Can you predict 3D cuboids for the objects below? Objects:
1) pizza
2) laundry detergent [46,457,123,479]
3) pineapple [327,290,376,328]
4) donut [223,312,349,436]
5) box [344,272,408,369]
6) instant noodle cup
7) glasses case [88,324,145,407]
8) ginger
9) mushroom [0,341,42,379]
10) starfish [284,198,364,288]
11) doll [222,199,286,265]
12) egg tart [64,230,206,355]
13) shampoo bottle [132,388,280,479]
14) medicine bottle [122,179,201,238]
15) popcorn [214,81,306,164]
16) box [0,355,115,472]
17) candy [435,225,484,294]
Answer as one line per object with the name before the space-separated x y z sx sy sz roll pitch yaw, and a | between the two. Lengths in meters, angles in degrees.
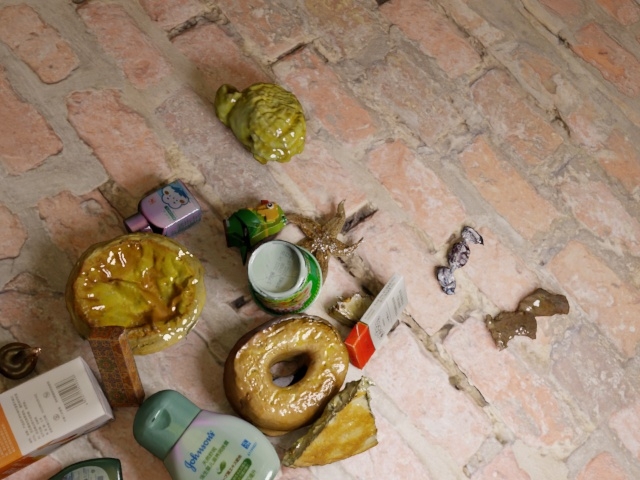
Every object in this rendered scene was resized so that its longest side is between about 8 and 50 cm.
pizza | 0.064 0.423 1.461 0.280 0.288 0.075 4 31 -34
laundry detergent | -0.555 0.573 1.373 0.210 0.063 0.137 -8 77 -15
pineapple | 0.096 0.194 1.658 0.137 0.069 0.116 -16 72 -19
donut | -0.084 0.326 1.525 0.299 0.150 0.317 27 66 2
box | 0.154 0.216 1.628 0.035 0.139 0.245 25 64 30
instant noodle cup | -0.101 0.085 1.544 0.207 0.233 0.207 0 80 3
glasses case | -0.470 0.296 1.421 0.075 0.218 0.049 0 32 6
ginger | 0.605 0.216 1.749 0.290 0.084 0.122 -22 68 -20
mushroom | -0.704 0.282 1.445 0.129 0.073 0.088 -14 52 18
starfish | 0.000 0.000 1.717 0.235 0.062 0.277 18 73 -6
doll | -0.180 -0.036 1.665 0.186 0.106 0.134 -37 65 -23
egg tart | -0.458 0.137 1.528 0.341 0.132 0.341 3 70 -9
shampoo bottle | -0.277 0.485 1.419 0.349 0.151 0.222 36 72 4
medicine bottle | -0.425 -0.065 1.634 0.188 0.094 0.119 -34 77 -22
popcorn | -0.153 -0.357 1.775 0.225 0.174 0.286 -31 67 -36
box | -0.646 0.406 1.330 0.341 0.225 0.143 -24 77 -20
candy | 0.407 0.055 1.793 0.094 0.051 0.226 35 67 -8
